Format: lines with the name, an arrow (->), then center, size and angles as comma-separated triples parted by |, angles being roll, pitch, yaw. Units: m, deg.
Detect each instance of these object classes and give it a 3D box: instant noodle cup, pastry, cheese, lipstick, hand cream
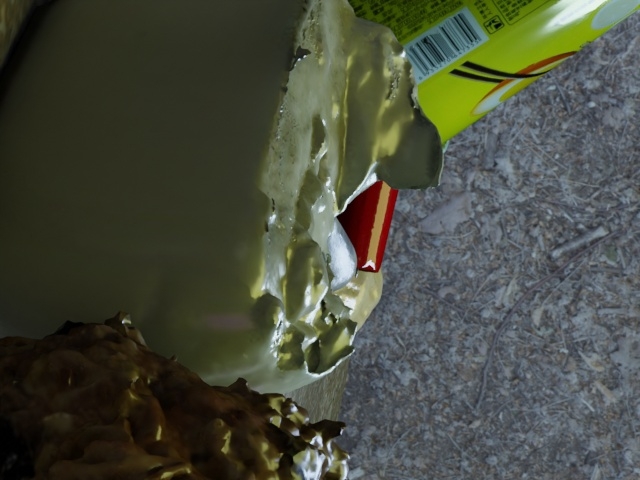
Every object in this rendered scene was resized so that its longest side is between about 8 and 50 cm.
instant noodle cup -> 0.108, -0.237, 1.283 | 0.311, 0.221, 0.311 | 54, 20, -30
pastry -> -0.107, 0.167, 0.780 | 0.193, 0.275, 0.275 | -88, -177, -48
cheese -> -0.063, -0.034, 0.915 | 0.127, 0.233, 0.266 | 78, 21, -50
lipstick -> 0.053, -0.111, 1.610 | 0.073, 0.073, 0.279 | 45, 57, -83
hand cream -> -0.005, 0.003, 1.062 | 0.165, 0.037, 0.057 | 46, 64, -76

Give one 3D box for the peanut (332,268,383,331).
peanut -> 0.000, 0.000, 1.886 | 0.149, 0.149, 0.313 | 88, 13, -66
